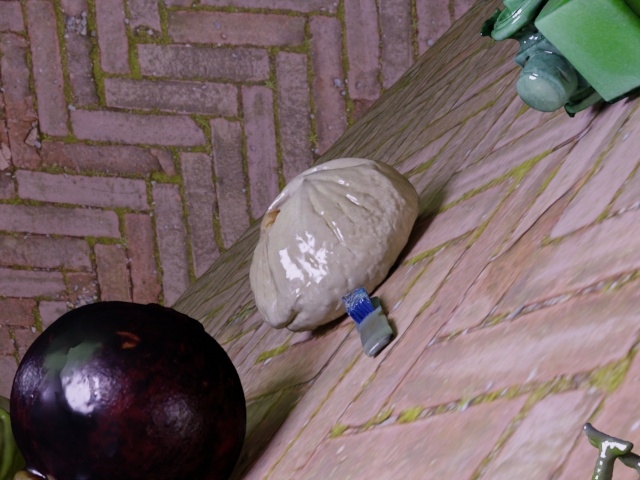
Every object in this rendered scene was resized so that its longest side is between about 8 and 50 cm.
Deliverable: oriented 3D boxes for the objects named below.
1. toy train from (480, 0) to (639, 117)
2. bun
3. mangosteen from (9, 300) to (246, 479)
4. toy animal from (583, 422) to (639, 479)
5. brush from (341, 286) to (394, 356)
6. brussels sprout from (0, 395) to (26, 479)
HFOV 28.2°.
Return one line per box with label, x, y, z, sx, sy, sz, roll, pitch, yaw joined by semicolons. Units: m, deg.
toy train;0.264;-0.218;1.101;0.243;0.132;0.188;-53;14;-30
bun;0.000;0.000;1.384;0.220;0.134;0.220;-47;11;12
mangosteen;-0.190;0.184;1.173;0.265;0.228;0.228;-63;12;-15
toy animal;0.119;0.105;0.466;0.217;0.041;0.075;-31;35;58
brush;0.043;0.071;1.176;0.033;0.030;0.178;-36;7;3
brussels sprout;-0.436;0.328;1.560;0.247;0.328;0.328;-14;18;17
